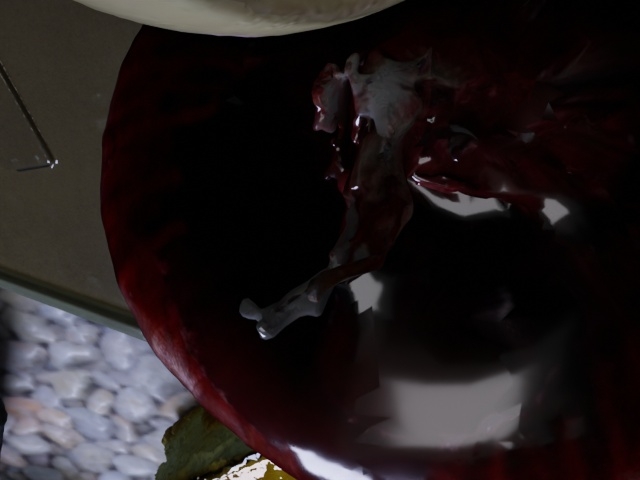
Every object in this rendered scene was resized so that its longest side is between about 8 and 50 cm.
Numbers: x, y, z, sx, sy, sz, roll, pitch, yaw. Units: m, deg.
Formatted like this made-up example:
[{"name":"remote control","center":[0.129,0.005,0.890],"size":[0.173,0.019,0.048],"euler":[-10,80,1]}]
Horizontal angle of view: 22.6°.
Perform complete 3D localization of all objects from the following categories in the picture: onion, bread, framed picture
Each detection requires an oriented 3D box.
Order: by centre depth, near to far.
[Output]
[{"name":"onion","center":[0.046,-0.030,0.572],"size":[0.273,0.273,0.285],"euler":[2,171,13]},{"name":"framed picture","center":[-0.149,-0.059,0.768],"size":[0.184,0.016,0.250],"euler":[18,136,10]},{"name":"bread","center":[-0.020,0.143,0.955],"size":[0.128,0.069,0.140],"euler":[38,132,-27]}]

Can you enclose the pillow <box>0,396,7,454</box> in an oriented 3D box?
[{"name":"pillow","center":[-0.279,0.126,0.988],"size":[0.161,0.092,0.335],"euler":[25,139,-1]}]

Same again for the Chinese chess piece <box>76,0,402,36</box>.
[{"name":"Chinese chess piece","center":[-0.013,-0.189,0.433],"size":[0.102,0.273,0.273],"euler":[27,152,39]}]
